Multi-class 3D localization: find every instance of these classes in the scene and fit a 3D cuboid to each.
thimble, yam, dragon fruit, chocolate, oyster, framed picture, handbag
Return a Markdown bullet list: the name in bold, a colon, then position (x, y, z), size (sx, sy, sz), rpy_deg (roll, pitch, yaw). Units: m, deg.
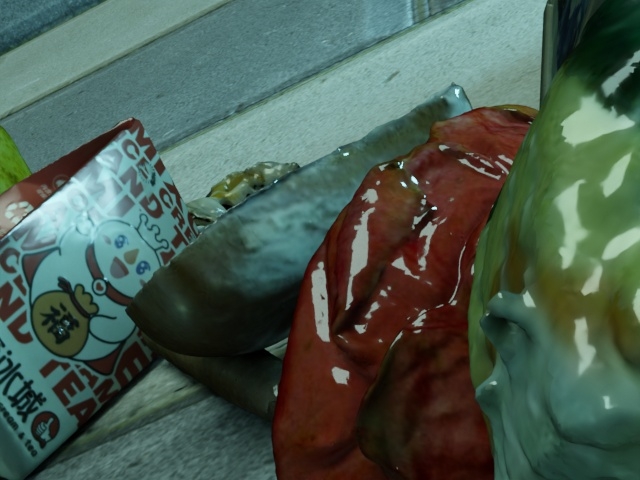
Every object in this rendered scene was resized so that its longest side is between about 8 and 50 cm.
- **thimble**: position (0.185, 0.014, 0.514), size (0.288, 0.254, 0.167), rpy_deg (-33, -22, -23)
- **yam**: position (-0.065, 0.087, 0.986), size (0.046, 0.046, 0.264), rpy_deg (-36, 22, -18)
- **dragon fruit**: position (0.109, 0.029, 0.675), size (0.205, 0.152, 0.317), rpy_deg (2, 49, 39)
- **chocolate**: position (0.002, 0.001, 0.934), size (0.254, 0.080, 0.157), rpy_deg (-32, -6, -27)
- **oyster**: position (-0.073, -0.032, 1.276), size (0.146, 0.045, 0.121), rpy_deg (-18, 19, 11)
- **framed picture**: position (0.215, -0.220, 1.114), size (0.024, 0.232, 0.315), rpy_deg (14, 32, 0)
- **handbag**: position (-0.212, 0.036, 1.127), size (0.298, 0.171, 0.151), rpy_deg (-44, 24, -30)

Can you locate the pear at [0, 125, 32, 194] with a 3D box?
- **pear**: position (-0.391, 0.006, 1.256), size (0.304, 0.304, 0.304), rpy_deg (-26, 21, 10)
